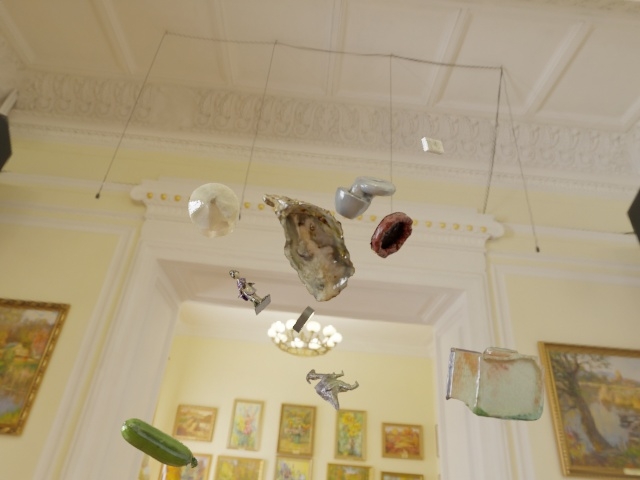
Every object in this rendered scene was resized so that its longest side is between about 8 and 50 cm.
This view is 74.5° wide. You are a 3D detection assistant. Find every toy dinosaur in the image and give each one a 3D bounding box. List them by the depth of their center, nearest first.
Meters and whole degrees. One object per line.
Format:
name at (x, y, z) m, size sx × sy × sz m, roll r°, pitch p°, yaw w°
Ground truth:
toy dinosaur at (0.049, 0.626, 1.819) m, size 0.162 × 0.077 × 0.294 m, roll -16°, pitch 9°, yaw -22°

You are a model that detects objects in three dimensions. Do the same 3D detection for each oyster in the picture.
oyster at (-0.012, -0.008, 1.314) m, size 0.204 × 0.396 × 0.111 m, roll -26°, pitch 5°, yaw 18°

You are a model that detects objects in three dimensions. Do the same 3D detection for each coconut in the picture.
coconut at (-0.499, -0.143, 1.977) m, size 0.237 × 0.238 × 0.266 m, roll 11°, pitch -24°, yaw -10°

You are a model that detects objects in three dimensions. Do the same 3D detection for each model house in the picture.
model house at (0.635, 0.529, 1.607) m, size 0.312 × 0.246 × 0.280 m, roll 10°, pitch -13°, yaw -16°

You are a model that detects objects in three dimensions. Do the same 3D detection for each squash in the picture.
squash at (-0.631, 0.811, 1.662) m, size 0.101 × 0.101 × 0.379 m, roll -18°, pitch -51°, yaw 35°

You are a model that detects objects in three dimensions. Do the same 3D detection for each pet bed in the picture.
pet bed at (0.266, -0.021, 1.585) m, size 0.201 × 0.053 × 0.201 m, roll -25°, pitch -44°, yaw -27°

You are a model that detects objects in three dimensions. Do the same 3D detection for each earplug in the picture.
earplug at (0.217, -0.226, 2.085) m, size 0.325 × 0.214 × 0.175 m, roll -26°, pitch -62°, yaw -13°

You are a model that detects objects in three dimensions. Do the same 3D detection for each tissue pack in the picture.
tissue pack at (0.451, -0.378, 1.688) m, size 0.108 × 0.056 × 0.023 m, roll -1°, pitch -14°, yaw -40°

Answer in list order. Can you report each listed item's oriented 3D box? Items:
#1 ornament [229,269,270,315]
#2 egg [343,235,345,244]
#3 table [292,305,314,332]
ornament at (-0.287, 0.185, 1.629) m, size 0.203 × 0.088 × 0.081 m, roll 45°, pitch -25°, yaw 12°
egg at (0.000, 0.000, 2.032) m, size 0.241 × 0.186 × 0.186 m, roll 15°, pitch -27°, yaw 14°
table at (-0.080, 0.374, 1.993) m, size 0.043 × 0.133 × 0.133 m, roll 36°, pitch -30°, yaw 7°
